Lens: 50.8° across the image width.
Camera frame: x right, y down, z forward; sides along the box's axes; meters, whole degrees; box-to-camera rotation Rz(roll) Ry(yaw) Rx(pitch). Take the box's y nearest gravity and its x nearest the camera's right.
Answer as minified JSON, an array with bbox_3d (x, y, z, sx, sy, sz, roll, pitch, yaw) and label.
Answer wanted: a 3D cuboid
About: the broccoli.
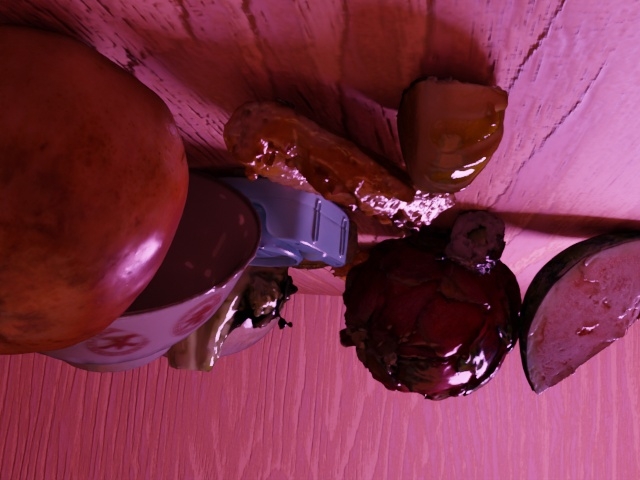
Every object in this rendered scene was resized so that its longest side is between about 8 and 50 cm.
[{"bbox_3d":[-0.196,0.089,1.186,0.293,0.280,0.348,2,169,29],"label":"broccoli"}]

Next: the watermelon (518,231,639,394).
[{"bbox_3d":[0.432,0.108,1.118,0.305,0.180,0.224,-41,151,10],"label":"watermelon"}]

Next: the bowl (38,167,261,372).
[{"bbox_3d":[-0.237,0.044,0.770,0.337,0.157,0.337,4,-149,-3],"label":"bowl"}]

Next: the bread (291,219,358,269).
[{"bbox_3d":[-0.004,0.000,1.104,0.156,0.103,0.110,2,179,-32],"label":"bread"}]

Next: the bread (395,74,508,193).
[{"bbox_3d":[0.105,-0.085,0.554,0.083,0.094,0.157,8,163,0],"label":"bread"}]

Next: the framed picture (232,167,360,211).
[{"bbox_3d":[-0.017,-0.069,0.949,0.203,0.015,0.150,5,171,-2],"label":"framed picture"}]

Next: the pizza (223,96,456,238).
[{"bbox_3d":[0.036,-0.060,0.680,0.182,0.073,0.365,26,-174,26],"label":"pizza"}]

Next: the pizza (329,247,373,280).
[{"bbox_3d":[0.137,0.063,1.513,0.226,0.086,0.335,11,168,-13],"label":"pizza"}]

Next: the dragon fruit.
[{"bbox_3d":[0.200,0.130,1.208,0.329,0.329,0.329,4,171,1],"label":"dragon fruit"}]

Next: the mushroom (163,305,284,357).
[{"bbox_3d":[-0.261,0.107,1.538,0.362,0.294,0.362,-12,-164,3],"label":"mushroom"}]

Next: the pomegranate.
[{"bbox_3d":[-0.232,-0.049,0.526,0.252,0.270,0.229,-33,126,22],"label":"pomegranate"}]

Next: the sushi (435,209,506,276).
[{"bbox_3d":[0.236,0.002,1.046,0.098,0.094,0.084,18,172,16],"label":"sushi"}]

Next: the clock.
[{"bbox_3d":[-0.109,-0.019,0.965,0.274,0.094,0.223,0,168,24],"label":"clock"}]
